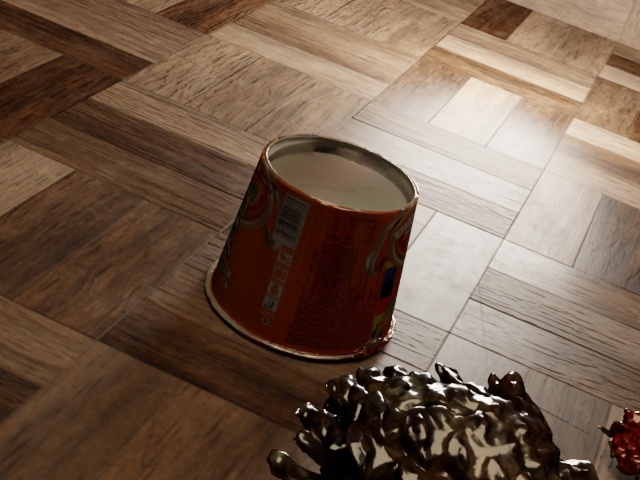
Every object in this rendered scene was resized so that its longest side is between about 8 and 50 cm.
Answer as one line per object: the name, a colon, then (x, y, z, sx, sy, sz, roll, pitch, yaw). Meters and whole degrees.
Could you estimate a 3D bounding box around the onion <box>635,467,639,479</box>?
onion: (0.477, 0.275, 1.269, 0.250, 0.111, 0.247, -36, 50, -5)

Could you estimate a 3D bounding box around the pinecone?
pinecone: (0.091, 0.240, 1.069, 0.296, 0.242, 0.298, 8, 29, 0)

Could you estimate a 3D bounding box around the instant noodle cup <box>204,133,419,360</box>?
instant noodle cup: (0.000, 0.000, 1.507, 0.250, 0.192, 0.250, 13, 28, -7)

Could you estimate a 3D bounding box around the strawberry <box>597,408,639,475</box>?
strawberry: (0.437, 0.250, 1.417, 0.167, 0.087, 0.208, -12, 41, -46)
